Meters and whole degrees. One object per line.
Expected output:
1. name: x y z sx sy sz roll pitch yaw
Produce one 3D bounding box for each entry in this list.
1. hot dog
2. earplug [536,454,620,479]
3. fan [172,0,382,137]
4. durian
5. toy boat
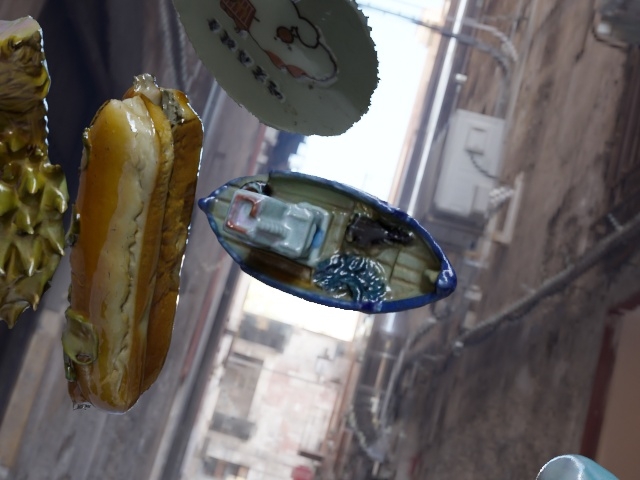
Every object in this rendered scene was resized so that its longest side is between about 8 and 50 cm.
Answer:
1. hot dog: -0.140 0.012 0.751 0.072 0.270 0.109 18 20 11
2. earplug: 0.385 0.419 1.381 0.185 0.185 0.324 -7 -62 55
3. fan: -0.010 -0.171 0.683 0.191 0.009 0.329 48 -32 -5
4. durian: -0.262 -0.026 0.655 0.305 0.185 0.196 2 -54 27
5. toy boat: 0.000 0.000 0.952 0.262 0.114 0.115 18 1 12
